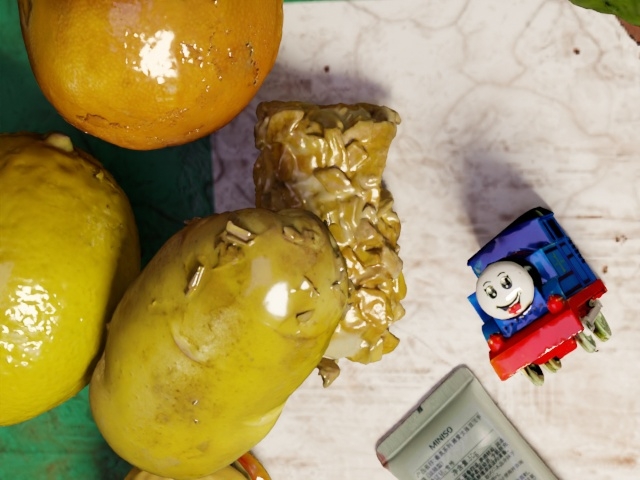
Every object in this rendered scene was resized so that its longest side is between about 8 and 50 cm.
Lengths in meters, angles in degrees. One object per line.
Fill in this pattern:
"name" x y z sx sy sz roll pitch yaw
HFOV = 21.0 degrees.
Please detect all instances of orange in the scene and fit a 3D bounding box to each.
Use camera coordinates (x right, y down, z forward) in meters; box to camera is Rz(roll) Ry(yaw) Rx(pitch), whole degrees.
"orange" -0.145 -0.197 1.475 0.240 0.240 0.240 2 99 14

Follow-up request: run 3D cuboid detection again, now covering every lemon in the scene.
"lemon" -0.278 0.035 1.549 0.236 0.236 0.263 15 125 12

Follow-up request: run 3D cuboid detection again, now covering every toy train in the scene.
"toy train" 0.179 0.048 1.446 0.083 0.204 0.131 -34 84 16

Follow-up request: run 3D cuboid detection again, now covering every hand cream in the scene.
"hand cream" 0.202 0.276 1.554 0.124 0.078 0.341 -46 78 17

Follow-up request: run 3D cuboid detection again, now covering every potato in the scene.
"potato" -0.088 0.080 1.459 0.173 0.140 0.300 40 124 5

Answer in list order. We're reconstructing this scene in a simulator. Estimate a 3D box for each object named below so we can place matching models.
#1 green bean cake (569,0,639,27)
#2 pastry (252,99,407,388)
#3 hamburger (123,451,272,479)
"green bean cake" 0.362 -0.283 1.290 0.319 0.218 0.335 26 111 37
"pastry" 0.000 0.000 1.534 0.154 0.102 0.250 0 97 7
"hamburger" -0.112 0.261 1.597 0.162 0.115 0.162 3 101 16
